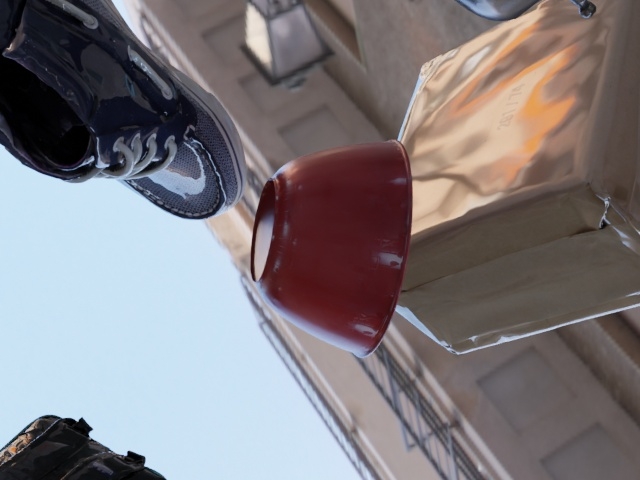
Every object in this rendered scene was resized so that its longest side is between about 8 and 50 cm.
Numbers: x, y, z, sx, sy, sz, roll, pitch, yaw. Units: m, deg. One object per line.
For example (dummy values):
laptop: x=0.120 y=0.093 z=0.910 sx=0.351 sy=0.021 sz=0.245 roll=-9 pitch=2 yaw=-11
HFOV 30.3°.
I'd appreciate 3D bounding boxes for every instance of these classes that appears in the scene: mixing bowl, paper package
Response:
mixing bowl: x=0.000 y=0.000 z=0.958 sx=0.098 sy=0.181 sz=0.181 roll=8 pitch=-128 yaw=-14
paper package: x=0.220 y=-0.077 z=1.190 sx=0.309 sy=0.168 sz=0.325 roll=-22 pitch=-143 yaw=43

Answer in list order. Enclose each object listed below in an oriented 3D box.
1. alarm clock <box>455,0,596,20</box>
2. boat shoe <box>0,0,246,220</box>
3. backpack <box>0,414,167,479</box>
alarm clock: x=0.045 y=-0.160 z=0.494 sx=0.064 sy=0.192 sz=0.129 roll=-35 pitch=-121 yaw=20
boat shoe: x=-0.170 y=-0.084 z=0.942 sx=0.127 sy=0.340 sz=0.158 roll=-22 pitch=-134 yaw=21
backpack: x=-0.257 y=0.270 z=1.101 sx=0.166 sy=0.144 sz=0.188 roll=31 pitch=-158 yaw=12
